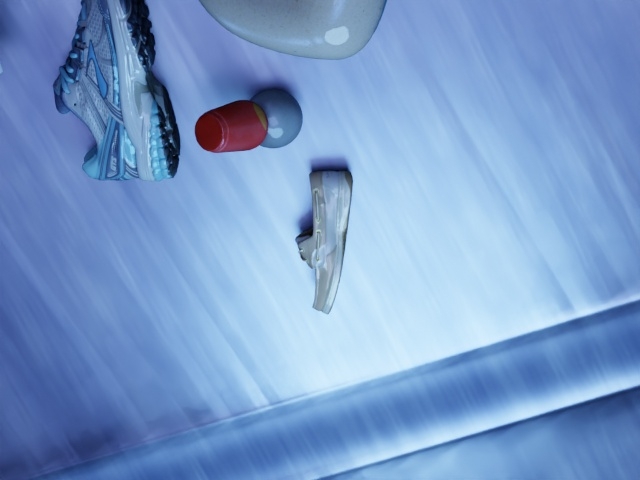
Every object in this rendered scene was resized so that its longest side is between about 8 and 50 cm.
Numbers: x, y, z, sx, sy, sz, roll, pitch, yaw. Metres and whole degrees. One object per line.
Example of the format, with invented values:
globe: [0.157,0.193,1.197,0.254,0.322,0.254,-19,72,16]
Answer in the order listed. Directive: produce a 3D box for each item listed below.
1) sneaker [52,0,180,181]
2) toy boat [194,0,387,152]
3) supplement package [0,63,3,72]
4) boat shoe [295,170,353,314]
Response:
sneaker: [-0.243,-0.190,1.898,0.122,0.110,0.283,-10,109,6]
toy boat: [-0.047,-0.241,1.858,0.267,0.148,0.318,30,117,28]
supplement package: [-0.485,-0.267,1.780,0.175,0.177,0.293,4,123,33]
boat shoe: [0.000,0.000,1.995,0.059,0.063,0.170,7,100,-1]
